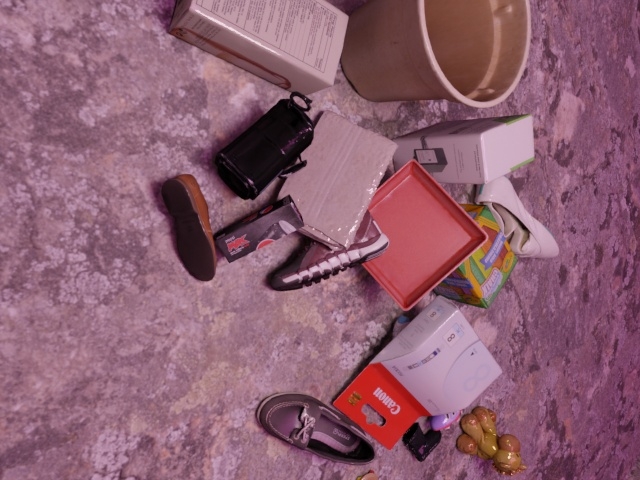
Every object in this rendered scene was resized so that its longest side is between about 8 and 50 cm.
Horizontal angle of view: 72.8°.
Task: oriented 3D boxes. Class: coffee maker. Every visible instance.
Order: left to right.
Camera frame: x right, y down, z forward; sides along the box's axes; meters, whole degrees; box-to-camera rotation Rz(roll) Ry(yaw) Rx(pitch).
[{"bbox_3d":[-0.108,-0.180,0.826,0.178,0.120,0.171,-48,162,-21],"label":"coffee maker"}]

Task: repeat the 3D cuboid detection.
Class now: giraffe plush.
[{"bbox_3d":[0.554,0.657,1.375,0.181,0.170,0.211,-11,102,-33],"label":"giraffe plush"}]

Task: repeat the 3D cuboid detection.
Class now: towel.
[{"bbox_3d":[0.032,-0.131,0.938,0.187,0.049,0.282,27,77,3],"label":"towel"}]

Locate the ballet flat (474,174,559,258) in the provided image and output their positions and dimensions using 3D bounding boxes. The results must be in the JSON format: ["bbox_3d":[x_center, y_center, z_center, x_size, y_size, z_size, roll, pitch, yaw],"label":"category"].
[{"bbox_3d":[0.593,-0.038,1.341,0.400,0.139,0.139,44,71,-23],"label":"ballet flat"}]

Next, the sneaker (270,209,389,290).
[{"bbox_3d":[0.000,0.000,0.977,0.281,0.106,0.163,-21,75,-12],"label":"sneaker"}]

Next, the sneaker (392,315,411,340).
[{"bbox_3d":[0.296,0.261,1.203,0.237,0.085,0.086,18,90,-36],"label":"sneaker"}]

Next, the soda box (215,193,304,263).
[{"bbox_3d":[-0.119,-0.023,0.857,0.168,0.053,0.060,-27,113,4],"label":"soda box"}]

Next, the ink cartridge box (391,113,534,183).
[{"bbox_3d":[0.339,-0.223,1.062,0.198,0.272,0.115,-25,112,-29],"label":"ink cartridge box"}]

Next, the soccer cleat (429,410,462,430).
[{"bbox_3d":[0.402,0.465,1.314,0.248,0.083,0.095,-35,93,-24],"label":"soccer cleat"}]

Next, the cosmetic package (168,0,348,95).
[{"bbox_3d":[-0.109,-0.408,0.818,0.296,0.129,0.153,16,85,-34],"label":"cosmetic package"}]

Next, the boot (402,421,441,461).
[{"bbox_3d":[0.297,0.572,1.269,0.121,0.045,0.099,-40,110,-26],"label":"boot"}]

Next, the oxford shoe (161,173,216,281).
[{"bbox_3d":[-0.230,-0.024,0.822,0.076,0.075,0.213,-59,146,-62],"label":"oxford shoe"}]

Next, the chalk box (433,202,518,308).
[{"bbox_3d":[0.398,0.058,1.192,0.289,0.179,0.180,47,70,-29],"label":"chalk box"}]

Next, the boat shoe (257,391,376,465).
[{"bbox_3d":[0.006,0.445,1.018,0.335,0.095,0.112,35,76,-32],"label":"boat shoe"}]

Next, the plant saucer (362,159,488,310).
[{"bbox_3d":[0.208,-0.014,1.027,0.259,0.048,0.258,-42,81,2],"label":"plant saucer"}]

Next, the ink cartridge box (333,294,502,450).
[{"bbox_3d":[0.264,0.376,1.130,0.385,0.091,0.308,-44,122,-5],"label":"ink cartridge box"}]

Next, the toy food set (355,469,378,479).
[{"bbox_3d":[0.126,0.666,1.173,0.083,0.020,0.083,6,92,-34],"label":"toy food set"}]

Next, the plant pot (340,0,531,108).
[{"bbox_3d":[0.214,-0.434,0.930,0.333,0.305,0.334,-5,99,-34],"label":"plant pot"}]
